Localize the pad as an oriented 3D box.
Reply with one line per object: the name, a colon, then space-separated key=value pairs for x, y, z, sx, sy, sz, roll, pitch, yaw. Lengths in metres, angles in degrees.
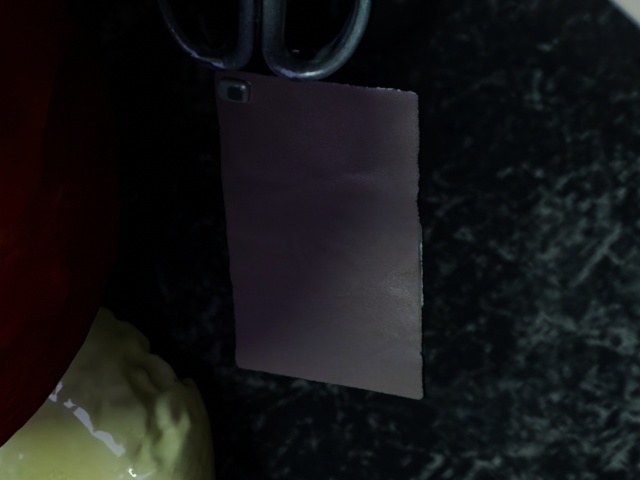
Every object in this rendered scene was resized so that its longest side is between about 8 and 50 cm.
pad: x=0.000 y=0.000 z=1.008 sx=0.113 sy=0.006 sz=0.188 roll=8 pitch=122 yaw=18

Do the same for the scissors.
scissors: x=-0.022 y=-0.207 z=0.835 sx=0.109 sy=0.022 sz=0.300 roll=9 pitch=122 yaw=9

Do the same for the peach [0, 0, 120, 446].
peach: x=-0.267 y=-0.041 z=0.872 sx=0.388 sy=0.388 sz=0.388 roll=10 pitch=122 yaw=17

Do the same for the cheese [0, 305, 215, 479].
cheese: x=-0.165 y=0.135 z=1.095 sx=0.214 sy=0.117 sz=0.226 roll=28 pitch=121 yaw=-2
